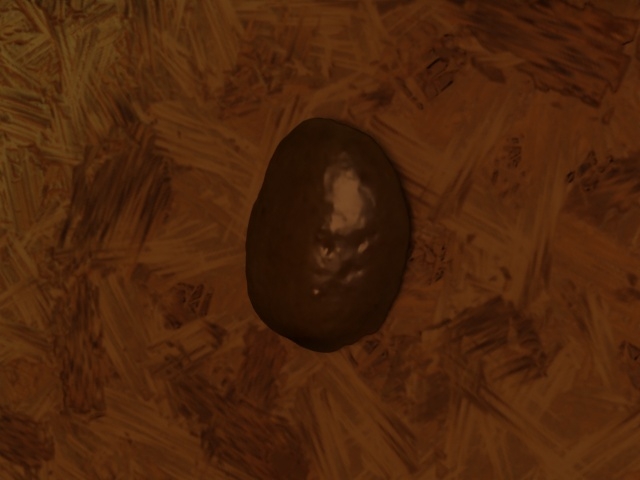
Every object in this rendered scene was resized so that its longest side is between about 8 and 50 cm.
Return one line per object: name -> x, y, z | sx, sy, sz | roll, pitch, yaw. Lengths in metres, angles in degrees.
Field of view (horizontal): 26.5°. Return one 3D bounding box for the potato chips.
potato chips -> 0.000, 0.000, 1.172 | 0.150, 0.049, 0.202 | 23, 109, 23
